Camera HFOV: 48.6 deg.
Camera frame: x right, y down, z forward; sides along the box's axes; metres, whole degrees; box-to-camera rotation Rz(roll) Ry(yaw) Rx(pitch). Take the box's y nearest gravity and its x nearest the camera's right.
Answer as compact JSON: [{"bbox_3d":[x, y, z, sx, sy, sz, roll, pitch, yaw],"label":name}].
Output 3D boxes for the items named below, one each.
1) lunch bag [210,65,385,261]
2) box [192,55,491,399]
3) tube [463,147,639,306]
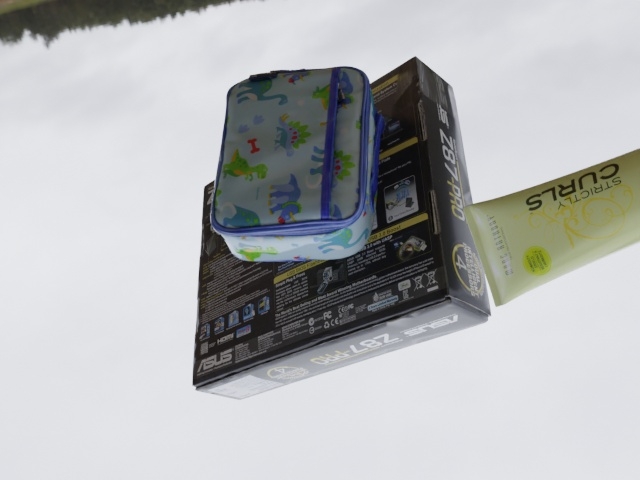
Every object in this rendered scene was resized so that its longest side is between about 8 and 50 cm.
[{"bbox_3d":[-0.021,-0.088,0.777,0.176,0.090,0.219,-1,-119,13],"label":"lunch bag"},{"bbox_3d":[0.000,0.000,0.890,0.394,0.097,0.318,-26,-125,35],"label":"box"},{"bbox_3d":[0.226,-0.026,0.547,0.240,0.062,0.070,-25,-148,36],"label":"tube"}]
